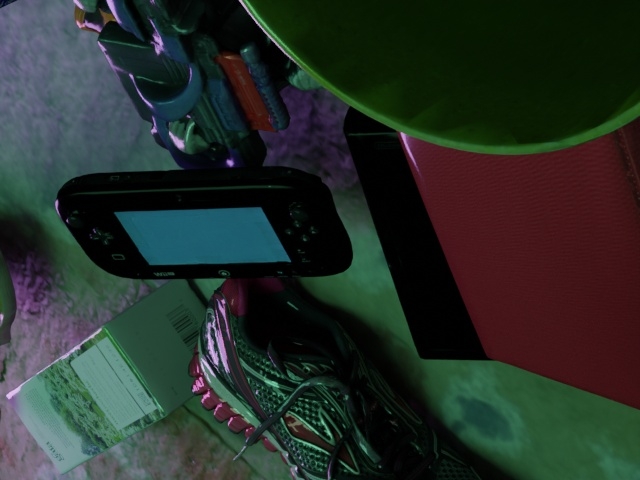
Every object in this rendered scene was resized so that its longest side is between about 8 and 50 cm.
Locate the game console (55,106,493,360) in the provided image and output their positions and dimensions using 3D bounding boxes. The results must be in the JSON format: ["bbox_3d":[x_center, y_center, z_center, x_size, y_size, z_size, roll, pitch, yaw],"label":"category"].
[{"bbox_3d":[0.000,0.000,1.037,0.361,0.044,0.213,-1,135,22],"label":"game console"}]

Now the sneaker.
[{"bbox_3d":[0.017,0.141,1.180,0.299,0.121,0.112,37,136,19],"label":"sneaker"}]

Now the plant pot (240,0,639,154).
[{"bbox_3d":[0.125,-0.224,0.662,0.275,0.293,0.274,26,134,29],"label":"plant pot"}]

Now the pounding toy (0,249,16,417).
[{"bbox_3d":[-0.381,0.051,1.434,0.269,0.155,0.154,46,149,33],"label":"pounding toy"}]

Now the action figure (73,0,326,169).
[{"bbox_3d":[-0.105,-0.196,1.013,0.330,0.178,0.341,28,160,20],"label":"action figure"}]

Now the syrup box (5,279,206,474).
[{"bbox_3d":[-0.180,0.124,1.379,0.093,0.096,0.237,55,143,-1],"label":"syrup box"}]

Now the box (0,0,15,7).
[{"bbox_3d":[-0.282,-0.232,1.190,0.072,0.126,0.137,45,141,12],"label":"box"}]

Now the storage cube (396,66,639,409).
[{"bbox_3d":[0.174,-0.045,0.801,0.215,0.184,0.193,14,132,58],"label":"storage cube"}]
